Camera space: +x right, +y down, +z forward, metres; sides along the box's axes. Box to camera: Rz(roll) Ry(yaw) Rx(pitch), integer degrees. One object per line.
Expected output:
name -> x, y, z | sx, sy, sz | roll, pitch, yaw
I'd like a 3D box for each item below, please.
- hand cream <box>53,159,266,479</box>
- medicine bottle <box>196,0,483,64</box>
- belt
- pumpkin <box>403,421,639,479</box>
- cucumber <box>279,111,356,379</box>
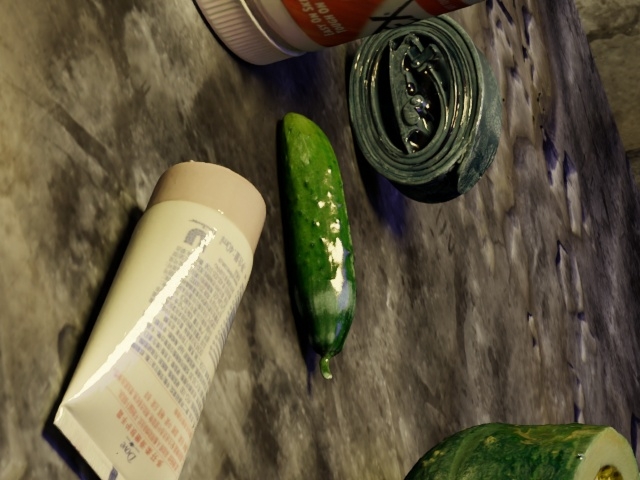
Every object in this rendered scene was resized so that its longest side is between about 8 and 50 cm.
hand cream -> -0.104, 0.065, 1.192 | 0.133, 0.083, 0.248 | 59, 37, -37
medicine bottle -> 0.020, -0.298, 1.517 | 0.252, 0.240, 0.253 | -14, 90, -70
belt -> 0.103, -0.131, 1.769 | 0.082, 0.141, 0.190 | 33, 48, -60
pumpkin -> 0.159, 0.293, 1.560 | 0.263, 0.197, 0.293 | -67, 147, -41
cucumber -> 0.000, 0.000, 1.530 | 0.056, 0.056, 0.250 | 35, 44, -61
